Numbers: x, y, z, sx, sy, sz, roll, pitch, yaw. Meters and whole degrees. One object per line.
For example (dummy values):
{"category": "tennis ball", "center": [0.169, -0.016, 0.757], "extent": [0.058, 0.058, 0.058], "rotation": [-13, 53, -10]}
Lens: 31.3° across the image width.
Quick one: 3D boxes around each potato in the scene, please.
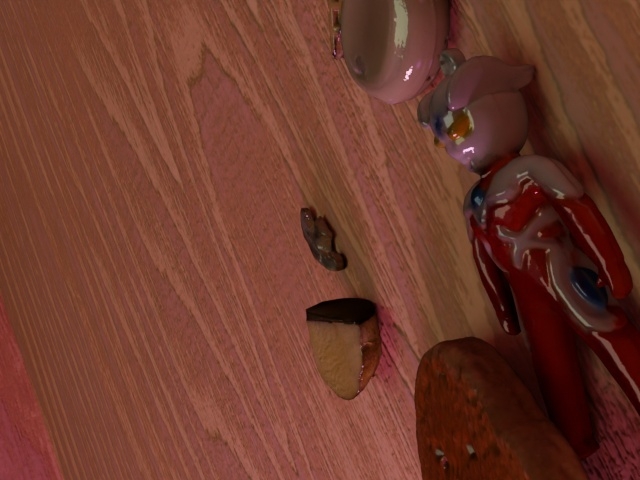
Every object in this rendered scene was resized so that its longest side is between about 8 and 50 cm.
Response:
{"category": "potato", "center": [0.036, 0.127, 1.340], "extent": [0.096, 0.066, 0.103], "rotation": [14, 114, 48]}

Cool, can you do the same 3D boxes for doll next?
{"category": "doll", "center": [0.188, 0.007, 0.987], "extent": [0.188, 0.099, 0.383], "rotation": [-35, 74, 61]}

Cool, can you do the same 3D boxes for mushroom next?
{"category": "mushroom", "center": [0.000, 0.000, 1.400], "extent": [0.101, 0.019, 0.049], "rotation": [55, 145, 33]}

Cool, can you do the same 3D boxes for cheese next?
{"category": "cheese", "center": [0.077, -0.247, 1.102], "extent": [0.137, 0.064, 0.227], "rotation": [46, 139, 41]}

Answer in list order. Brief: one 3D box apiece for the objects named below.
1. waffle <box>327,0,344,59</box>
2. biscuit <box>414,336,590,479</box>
{"category": "waffle", "center": [0.037, -0.262, 1.209], "extent": [0.097, 0.023, 0.152], "rotation": [26, 123, 57]}
{"category": "biscuit", "center": [0.183, 0.284, 1.031], "extent": [0.455, 0.078, 0.349], "rotation": [-112, 12, -46]}
